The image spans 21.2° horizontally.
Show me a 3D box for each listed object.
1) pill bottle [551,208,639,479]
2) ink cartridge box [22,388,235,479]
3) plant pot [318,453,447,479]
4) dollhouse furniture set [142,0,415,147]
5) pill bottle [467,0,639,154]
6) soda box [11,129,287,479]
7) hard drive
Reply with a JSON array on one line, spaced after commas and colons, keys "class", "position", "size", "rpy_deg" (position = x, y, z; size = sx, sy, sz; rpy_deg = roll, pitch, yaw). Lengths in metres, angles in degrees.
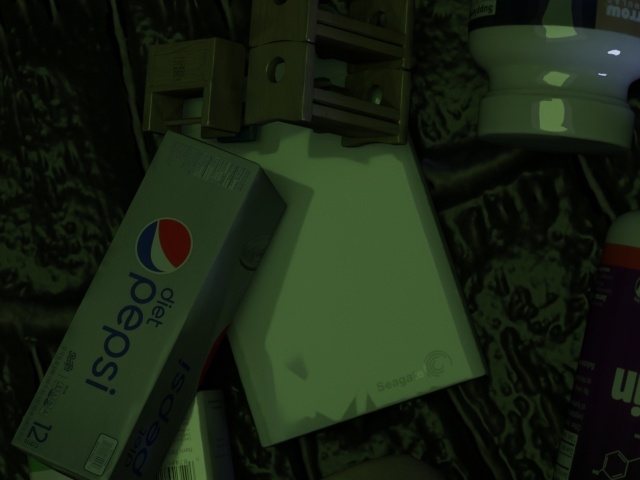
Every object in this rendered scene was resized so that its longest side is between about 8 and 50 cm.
[{"class": "pill bottle", "position": [0.280, 0.146, 1.320], "size": [0.181, 0.181, 0.323], "rpy_deg": [12, 89, 13]}, {"class": "ink cartridge box", "position": [-0.152, 0.245, 1.452], "size": [0.160, 0.092, 0.219], "rpy_deg": [-8, 85, 10]}, {"class": "plant pot", "position": [0.074, 0.335, 1.225], "size": [0.334, 0.334, 0.305], "rpy_deg": [-42, 61, 7]}, {"class": "dollhouse furniture set", "position": [-0.035, -0.148, 1.418], "size": [0.183, 0.129, 0.129], "rpy_deg": [0, 83, 43]}, {"class": "pill bottle", "position": [0.198, -0.207, 1.377], "size": [0.153, 0.153, 0.265], "rpy_deg": [4, 88, 13]}, {"class": "soda box", "position": [-0.134, 0.064, 1.383], "size": [0.091, 0.098, 0.286], "rpy_deg": [21, 76, 19]}, {"class": "hard drive", "position": [0.000, 0.000, 1.464], "size": [0.203, 0.040, 0.307], "rpy_deg": [-19, 82, 11]}]
